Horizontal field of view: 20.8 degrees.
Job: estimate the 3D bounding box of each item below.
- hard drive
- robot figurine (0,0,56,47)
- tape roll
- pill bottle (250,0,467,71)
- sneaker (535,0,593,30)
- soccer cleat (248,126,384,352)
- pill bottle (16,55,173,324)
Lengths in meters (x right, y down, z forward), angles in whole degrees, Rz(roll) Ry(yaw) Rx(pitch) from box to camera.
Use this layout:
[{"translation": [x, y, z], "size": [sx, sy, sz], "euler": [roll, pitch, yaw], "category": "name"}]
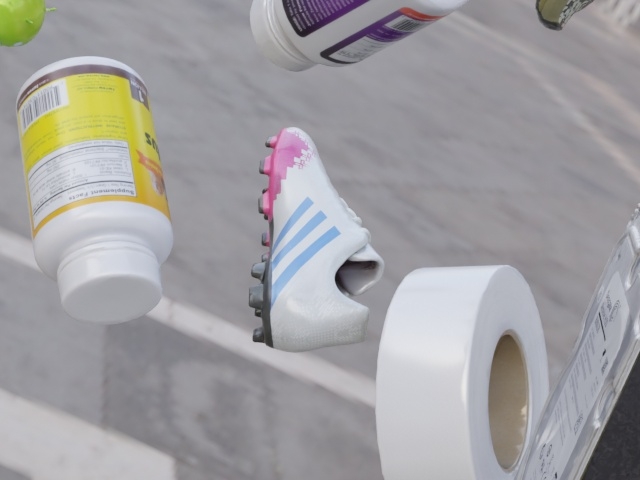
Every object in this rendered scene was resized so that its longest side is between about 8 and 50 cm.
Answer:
[{"translation": [0.251, 0.148, 1.527], "size": [0.064, 0.339, 0.237], "euler": [21, 19, -3], "category": "hard drive"}, {"translation": [-0.292, -0.206, 1.525], "size": [0.115, 0.067, 0.101], "euler": [13, 30, 17], "category": "robot figurine"}, {"translation": [0.153, 0.168, 1.815], "size": [0.100, 0.286, 0.286], "euler": [-2, 4, 23], "category": "tape roll"}, {"translation": [0.029, -0.205, 1.422], "size": [0.108, 0.108, 0.193], "euler": [17, -24, -34], "category": "pill bottle"}, {"translation": [0.380, -0.321, 1.628], "size": [0.182, 0.410, 0.158], "euler": [51, 11, 14], "category": "sneaker"}, {"translation": [0.000, 0.000, 1.948], "size": [0.143, 0.116, 0.331], "euler": [0, 44, 2], "category": "soccer cleat"}, {"translation": [-0.189, -0.041, 1.470], "size": [0.117, 0.117, 0.215], "euler": [15, 50, -38], "category": "pill bottle"}]
